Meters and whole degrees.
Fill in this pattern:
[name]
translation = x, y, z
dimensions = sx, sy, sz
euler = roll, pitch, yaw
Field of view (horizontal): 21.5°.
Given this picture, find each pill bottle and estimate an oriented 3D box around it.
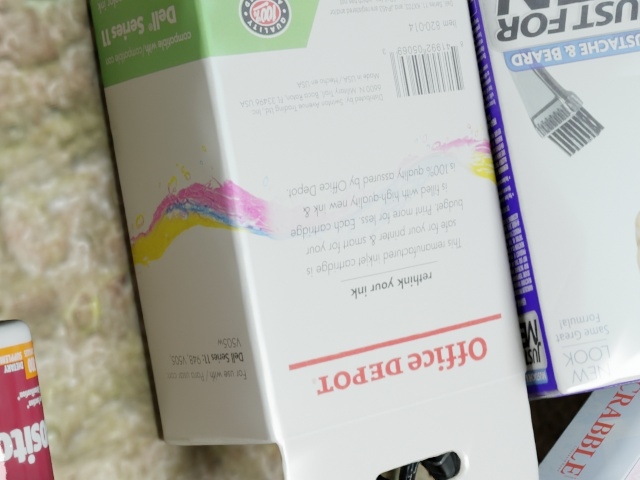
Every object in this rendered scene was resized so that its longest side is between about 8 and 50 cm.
[pill bottle]
translation = -0.179, 0.121, 0.861
dimensions = 0.086, 0.086, 0.152
euler = -11, 93, -40

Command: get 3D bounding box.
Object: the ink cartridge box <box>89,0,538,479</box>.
[ink cartridge box]
translation = 0.000, 0.000, 1.000
dimensions = 0.207, 0.119, 0.353
euler = -10, 91, -39

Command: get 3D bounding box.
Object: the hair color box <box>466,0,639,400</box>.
[hair color box]
translation = 0.188, -0.082, 1.059
dimensions = 0.185, 0.110, 0.339
euler = -10, 86, -10

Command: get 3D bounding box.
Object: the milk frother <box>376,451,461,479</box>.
[milk frother]
translation = 0.093, 0.186, 1.048
dimensions = 0.143, 0.135, 0.129
euler = -61, 152, -23

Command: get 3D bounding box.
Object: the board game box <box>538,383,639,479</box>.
[board game box]
translation = 0.291, 0.185, 1.213
dimensions = 0.318, 0.066, 0.318
euler = -47, 129, -33
